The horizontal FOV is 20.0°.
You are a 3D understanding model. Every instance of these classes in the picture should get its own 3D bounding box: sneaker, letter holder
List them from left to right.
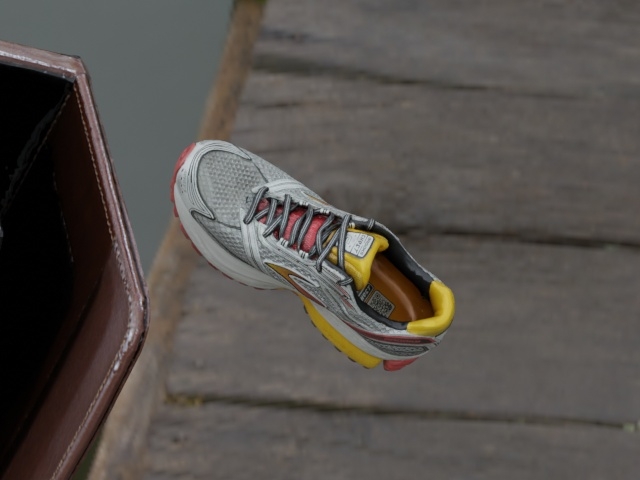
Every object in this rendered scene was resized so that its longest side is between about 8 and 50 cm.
[{"bbox_3d":[-0.229,0.068,0.945,0.152,0.302,0.214,11,40,-32],"label":"letter holder"},{"bbox_3d":[0.000,0.000,1.243,0.225,0.092,0.088,33,62,-14],"label":"sneaker"}]
